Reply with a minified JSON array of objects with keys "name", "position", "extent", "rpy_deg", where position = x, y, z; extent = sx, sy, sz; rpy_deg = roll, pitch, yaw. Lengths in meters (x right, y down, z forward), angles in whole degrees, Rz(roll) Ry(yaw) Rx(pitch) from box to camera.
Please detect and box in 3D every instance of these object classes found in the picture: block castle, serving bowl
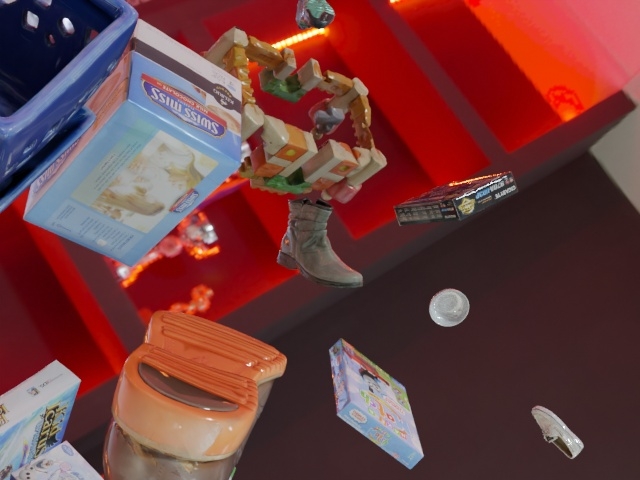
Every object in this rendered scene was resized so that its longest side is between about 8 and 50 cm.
[{"name":"block castle","position":[-0.083,-0.266,1.853],"extent":[0.213,0.453,0.303],"rpy_deg":[-36,-125,38]},{"name":"serving bowl","position":[0.264,0.135,1.654],"extent":[0.027,0.083,0.083],"rpy_deg":[-102,175,-68]}]

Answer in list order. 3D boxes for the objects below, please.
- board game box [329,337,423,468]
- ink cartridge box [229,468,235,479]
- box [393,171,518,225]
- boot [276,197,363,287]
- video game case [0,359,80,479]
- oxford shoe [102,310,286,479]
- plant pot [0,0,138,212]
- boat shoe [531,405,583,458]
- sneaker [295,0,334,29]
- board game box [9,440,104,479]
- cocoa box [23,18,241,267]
[{"name":"board game box","position":[0.090,0.269,1.343],"extent":[0.160,0.039,0.211],"rpy_deg":[39,15,-16]},{"name":"ink cartridge box","position":[-0.301,0.484,1.706],"extent":[0.211,0.121,0.289],"rpy_deg":[58,4,-2]},{"name":"box","position":[0.294,-0.090,1.750],"extent":[0.220,0.175,0.051],"rpy_deg":[-5,-73,60]},{"name":"boot","position":[0.000,0.000,1.695],"extent":[0.246,0.083,0.161],"rpy_deg":[23,-73,42]},{"name":"video game case","position":[-0.494,0.343,1.207],"extent":[0.061,0.244,0.269],"rpy_deg":[33,-58,12]},{"name":"oxford shoe","position":[-0.115,0.148,0.689],"extent":[0.130,0.132,0.364],"rpy_deg":[20,4,3]},{"name":"plant pot","position":[-0.363,-0.177,0.841],"extent":[0.236,0.236,0.212],"rpy_deg":[33,-40,-3]},{"name":"boat shoe","position":[0.382,0.315,1.305],"extent":[0.100,0.035,0.035],"rpy_deg":[45,-32,12]},{"name":"sneaker","position":[-0.020,-0.571,2.053],"extent":[0.223,0.083,0.098],"rpy_deg":[-99,-153,-53]},{"name":"board game box","position":[-0.350,0.324,1.067],"extent":[0.090,0.090,0.020],"rpy_deg":[38,-53,20]},{"name":"cocoa box","position":[-0.329,-0.160,1.412],"extent":[0.347,0.231,0.228],"rpy_deg":[-38,-141,32]}]
